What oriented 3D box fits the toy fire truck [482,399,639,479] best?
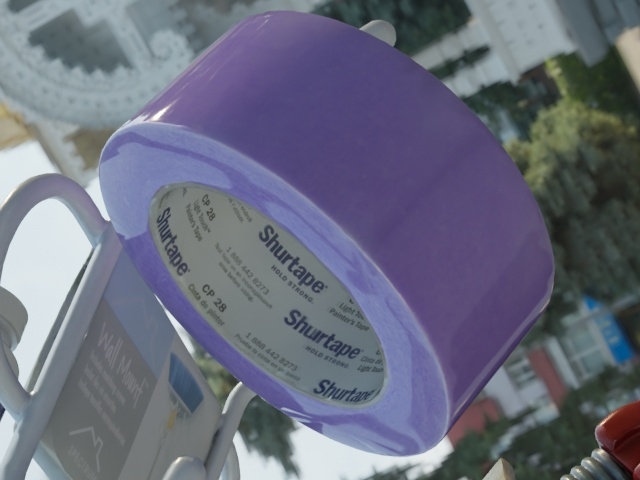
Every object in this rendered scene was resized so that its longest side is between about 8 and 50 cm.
[{"bbox_3d":[0.219,0.217,1.120,0.246,0.217,0.158,44,172,42],"label":"toy fire truck"}]

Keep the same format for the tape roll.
[{"bbox_3d":[0.000,0.000,0.590,0.189,0.080,0.189,31,150,21],"label":"tape roll"}]

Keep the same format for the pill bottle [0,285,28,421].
[{"bbox_3d":[-0.318,0.126,1.148,0.112,0.112,0.186,54,-140,-40],"label":"pill bottle"}]

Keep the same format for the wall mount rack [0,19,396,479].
[{"bbox_3d":[-0.039,0.061,0.737,0.350,0.131,0.304,69,-146,-51],"label":"wall mount rack"}]
